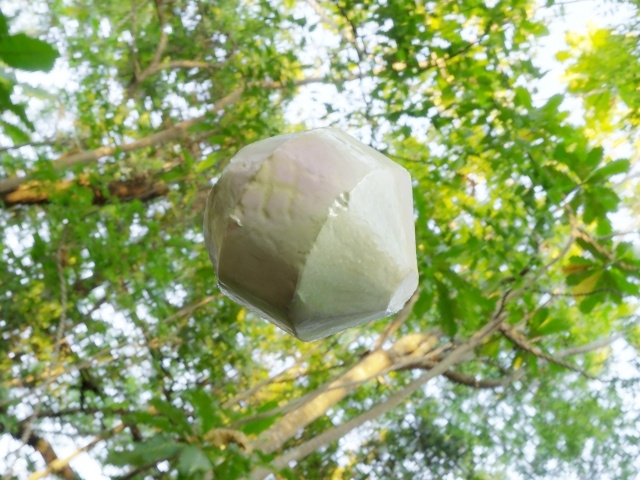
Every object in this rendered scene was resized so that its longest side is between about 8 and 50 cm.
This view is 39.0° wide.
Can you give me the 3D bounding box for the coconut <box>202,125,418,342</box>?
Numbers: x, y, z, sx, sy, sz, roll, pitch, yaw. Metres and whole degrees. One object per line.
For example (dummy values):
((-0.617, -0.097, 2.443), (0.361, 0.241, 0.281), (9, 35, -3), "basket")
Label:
((0.000, 0.000, 1.060), (0.259, 0.259, 0.259), (21, -56, 35), "coconut")
